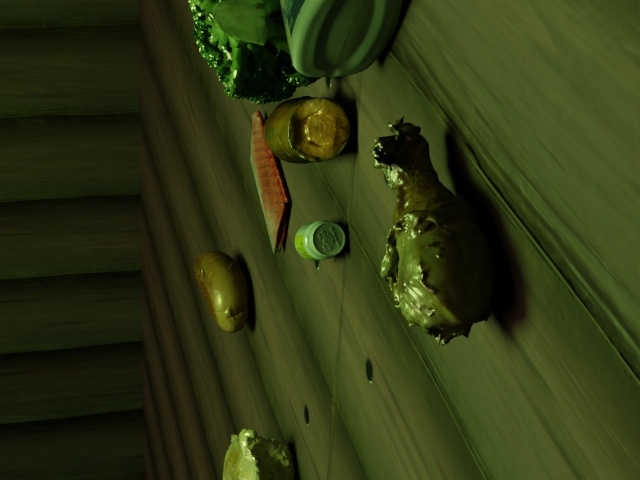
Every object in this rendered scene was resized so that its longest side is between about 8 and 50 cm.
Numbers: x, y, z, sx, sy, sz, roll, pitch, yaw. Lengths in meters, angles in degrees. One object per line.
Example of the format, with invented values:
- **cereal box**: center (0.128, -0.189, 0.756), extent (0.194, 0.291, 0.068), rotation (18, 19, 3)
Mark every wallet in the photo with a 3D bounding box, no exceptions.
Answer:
- **wallet**: center (-0.075, -0.086, 1.907), extent (0.103, 0.020, 0.196), rotation (99, 162, -45)

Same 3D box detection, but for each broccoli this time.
- **broccoli**: center (-0.060, -0.247, 1.478), extent (0.156, 0.195, 0.195), rotation (3, -97, -82)

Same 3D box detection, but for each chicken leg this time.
- **chicken leg**: center (0.088, -0.006, 1.124), extent (0.103, 0.088, 0.227), rotation (81, 171, -47)

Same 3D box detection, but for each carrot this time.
- **carrot**: center (-0.018, -0.128, 1.535), extent (0.173, 0.082, 0.082), rotation (-169, 75, -79)

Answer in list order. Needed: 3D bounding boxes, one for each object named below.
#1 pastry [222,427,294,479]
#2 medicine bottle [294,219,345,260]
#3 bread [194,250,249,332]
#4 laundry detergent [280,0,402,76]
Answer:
- **pastry**: center (-0.096, 0.337, 1.975), extent (0.258, 0.089, 0.121), rotation (134, 126, -70)
- **medicine bottle**: center (0.000, 0.000, 1.564), extent (0.083, 0.047, 0.047), rotation (172, 94, -77)
- **bread**: center (-0.157, 0.079, 2.184), extent (0.189, 0.077, 0.114), rotation (-120, 9, -59)
- **laundry detergent**: center (0.006, -0.327, 1.328), extent (0.215, 0.105, 0.280), rotation (114, 151, -64)
